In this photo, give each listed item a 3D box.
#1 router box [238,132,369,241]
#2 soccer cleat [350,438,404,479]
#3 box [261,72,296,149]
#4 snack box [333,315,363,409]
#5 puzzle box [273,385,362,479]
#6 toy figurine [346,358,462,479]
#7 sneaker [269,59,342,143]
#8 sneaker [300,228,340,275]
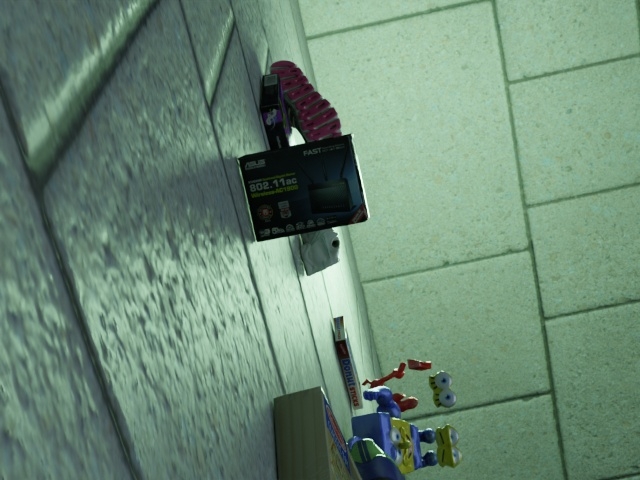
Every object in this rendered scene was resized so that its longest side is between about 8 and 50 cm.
[{"bbox_3d":[-0.017,-0.055,1.139,0.038,0.122,0.092,-55,133,-78],"label":"router box"},{"bbox_3d":[0.097,0.406,1.645,0.289,0.093,0.121,75,-1,-45],"label":"soccer cleat"},{"bbox_3d":[-0.052,-0.140,1.542,0.116,0.029,0.162,-95,173,-60],"label":"box"},{"bbox_3d":[0.050,0.223,1.971,0.064,0.022,0.178,-94,172,-52],"label":"snack box"},{"bbox_3d":[0.044,0.371,1.062,0.272,0.052,0.409,-98,170,-48],"label":"puzzle box"},{"bbox_3d":[0.096,0.371,1.779,0.217,0.191,0.363,16,66,-51],"label":"toy figurine"},{"bbox_3d":[-0.024,-0.186,1.620,0.170,0.063,0.075,56,-21,17],"label":"sneaker"},{"bbox_3d":[0.000,0.000,1.654,0.152,0.061,0.054,-98,173,-56],"label":"sneaker"}]
